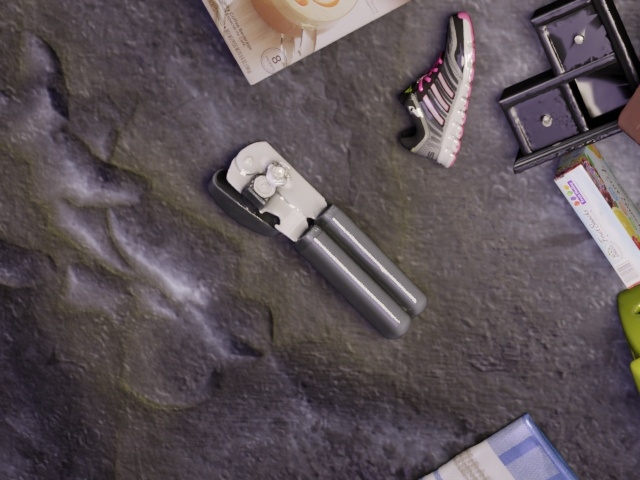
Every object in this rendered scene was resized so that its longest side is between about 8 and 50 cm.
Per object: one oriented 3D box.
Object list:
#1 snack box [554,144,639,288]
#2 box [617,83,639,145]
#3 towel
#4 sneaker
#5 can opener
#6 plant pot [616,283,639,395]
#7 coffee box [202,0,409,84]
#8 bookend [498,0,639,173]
[{"bbox_3d":[0.301,-0.030,1.435,0.037,0.100,0.141,-31,100,23],"label":"snack box"},{"bbox_3d":[0.431,-0.110,1.294,0.203,0.167,0.168,51,120,40],"label":"box"},{"bbox_3d":[0.195,0.355,1.639,0.285,0.034,0.209,-37,95,21],"label":"towel"},{"bbox_3d":[0.122,-0.161,1.452,0.074,0.063,0.170,10,116,4],"label":"sneaker"},{"bbox_3d":[0.000,0.000,1.548,0.280,0.074,0.093,42,148,-2],"label":"can opener"},{"bbox_3d":[0.445,0.152,1.410,0.228,0.207,0.227,-20,103,19],"label":"plant pot"},{"bbox_3d":[0.006,-0.285,1.417,0.246,0.098,0.141,-26,103,21],"label":"coffee box"},{"bbox_3d":[0.245,-0.175,1.413,0.156,0.072,0.157,-21,103,20],"label":"bookend"}]
